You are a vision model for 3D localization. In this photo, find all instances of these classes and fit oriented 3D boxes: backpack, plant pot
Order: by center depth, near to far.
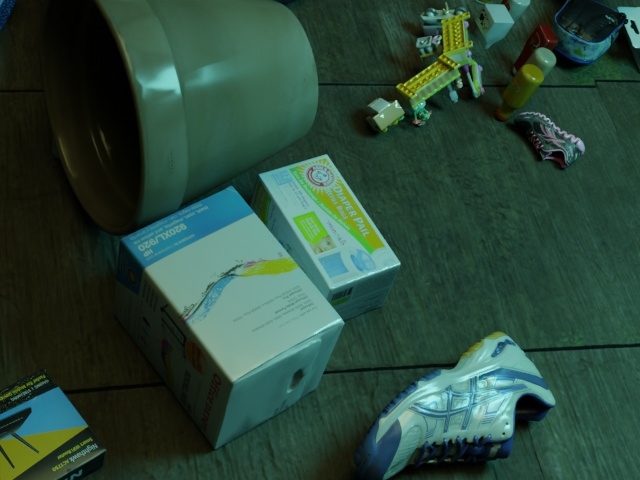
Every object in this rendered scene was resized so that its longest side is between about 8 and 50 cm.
[{"bbox_3d":[-0.167,-0.191,1.532,0.280,0.323,0.323,-15,59,-27],"label":"plant pot"},{"bbox_3d":[0.435,-0.342,2.009,0.105,0.084,0.114,33,49,16],"label":"backpack"}]

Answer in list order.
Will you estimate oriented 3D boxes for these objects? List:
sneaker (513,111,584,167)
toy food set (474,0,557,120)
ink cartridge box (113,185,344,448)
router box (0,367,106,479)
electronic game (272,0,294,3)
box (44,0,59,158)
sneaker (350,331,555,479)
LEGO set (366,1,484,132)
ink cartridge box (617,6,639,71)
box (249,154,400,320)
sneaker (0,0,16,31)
[{"bbox_3d":[0.348,-0.154,1.872,0.119,0.047,0.057,32,63,11],"label":"sneaker"},{"bbox_3d":[0.299,-0.308,1.932,0.111,0.104,0.232,-5,57,-31],"label":"toy food set"},{"bbox_3d":[-0.117,0.094,1.470,0.168,0.171,0.232,-28,64,-29],"label":"ink cartridge box"},{"bbox_3d":[-0.355,0.242,1.373,0.179,0.046,0.133,-29,66,-32],"label":"router box"},{"bbox_3d":[-0.107,-0.469,1.985,0.229,0.048,0.229,8,52,-10],"label":"electronic game"},{"bbox_3d":[-0.362,-0.258,1.744,0.063,0.067,0.324,0,54,-16],"label":"box"},{"bbox_3d":[0.173,0.225,1.488,0.296,0.112,0.131,-30,66,-31],"label":"sneaker"},{"bbox_3d":[0.184,-0.246,1.884,0.132,0.107,0.287,2,48,32],"label":"LEGO set"},{"bbox_3d":[0.590,-0.339,2.064,0.181,0.061,0.104,1,53,-15],"label":"ink cartridge box"},{"bbox_3d":[0.000,0.000,1.618,0.114,0.103,0.203,-19,60,-27],"label":"box"},{"bbox_3d":[-0.515,-0.318,1.738,0.090,0.081,0.232,26,52,-4],"label":"sneaker"}]
